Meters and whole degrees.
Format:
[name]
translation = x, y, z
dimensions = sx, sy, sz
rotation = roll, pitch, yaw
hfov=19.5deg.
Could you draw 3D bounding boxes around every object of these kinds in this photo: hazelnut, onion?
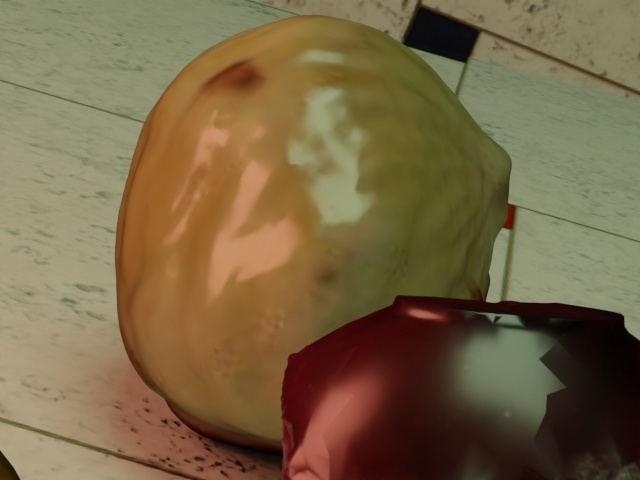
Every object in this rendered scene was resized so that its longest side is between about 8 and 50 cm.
[hazelnut]
translation = 0.000, 0.000, 1.071
dimensions = 0.241, 0.261, 0.261
rotation = -16, 21, 0
[onion]
translation = 0.084, 0.124, 0.740
dimensions = 0.207, 0.206, 0.216
rotation = 2, 3, -3

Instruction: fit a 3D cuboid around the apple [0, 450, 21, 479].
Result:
[apple]
translation = -0.222, 0.129, 0.358
dimensions = 0.400, 0.334, 0.400
rotation = 13, 19, -5
